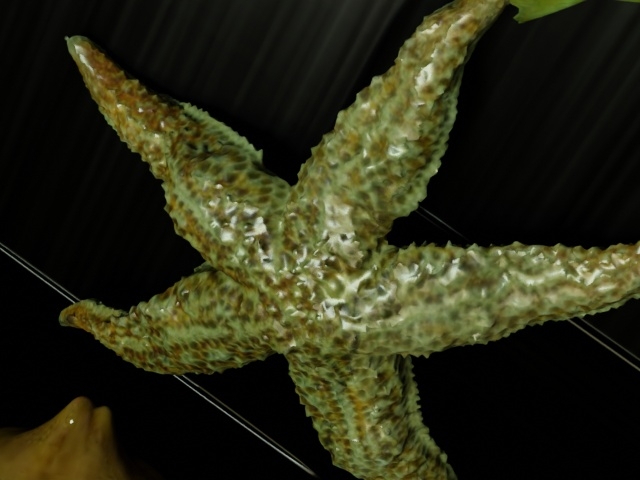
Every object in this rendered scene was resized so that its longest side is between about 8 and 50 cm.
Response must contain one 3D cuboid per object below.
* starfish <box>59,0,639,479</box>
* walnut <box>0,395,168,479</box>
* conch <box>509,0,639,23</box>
[{"bbox_3d":[-0.001,0.000,0.975,0.347,0.078,0.358,30,130,15],"label":"starfish"},{"bbox_3d":[-0.163,0.233,1.142,0.209,0.209,0.336,21,115,18],"label":"walnut"},{"bbox_3d":[0.152,-0.144,0.792,0.200,0.079,0.095,-2,100,41],"label":"conch"}]
